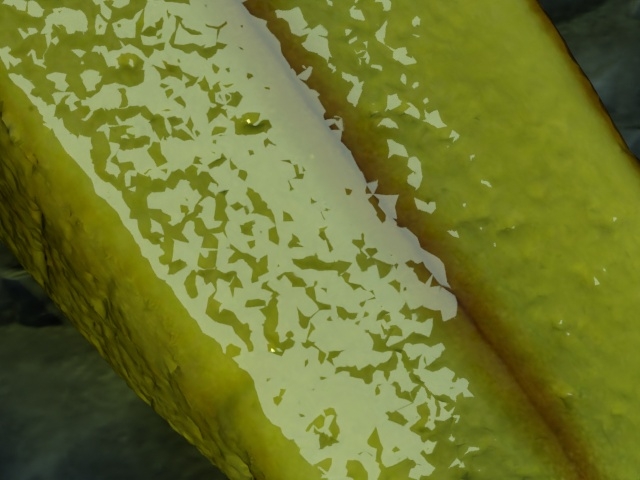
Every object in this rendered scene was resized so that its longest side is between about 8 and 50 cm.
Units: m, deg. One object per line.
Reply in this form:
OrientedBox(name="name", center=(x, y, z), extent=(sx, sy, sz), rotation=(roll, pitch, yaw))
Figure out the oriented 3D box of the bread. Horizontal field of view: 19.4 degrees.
OrientedBox(name="bread", center=(0.000, 0.000, 0.813), extent=(0.233, 0.245, 0.362), rotation=(-29, 76, -18))
